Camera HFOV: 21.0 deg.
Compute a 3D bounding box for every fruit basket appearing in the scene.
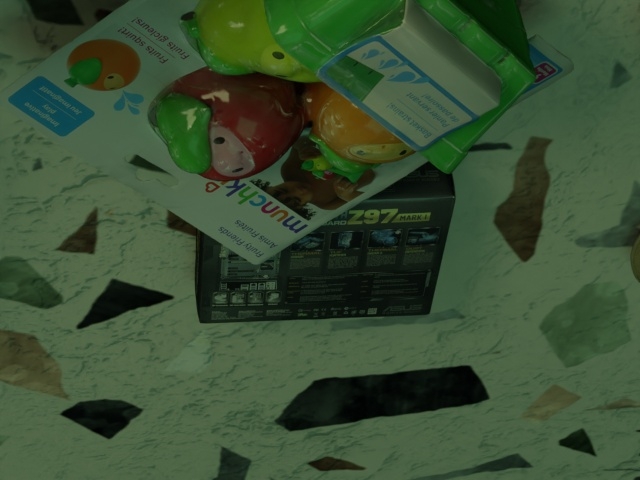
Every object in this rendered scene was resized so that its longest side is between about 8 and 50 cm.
[{"bbox_3d":[-0.020,-0.115,1.369,0.353,0.165,0.327,-35,136,21],"label":"fruit basket"}]

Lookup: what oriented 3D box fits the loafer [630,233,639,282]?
[{"bbox_3d":[0.422,0.004,1.654,0.268,0.092,0.102,-19,121,28],"label":"loafer"}]

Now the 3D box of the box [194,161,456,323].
[{"bbox_3d":[0.000,0.000,1.620,0.233,0.059,0.183,-3,142,-8],"label":"box"}]
